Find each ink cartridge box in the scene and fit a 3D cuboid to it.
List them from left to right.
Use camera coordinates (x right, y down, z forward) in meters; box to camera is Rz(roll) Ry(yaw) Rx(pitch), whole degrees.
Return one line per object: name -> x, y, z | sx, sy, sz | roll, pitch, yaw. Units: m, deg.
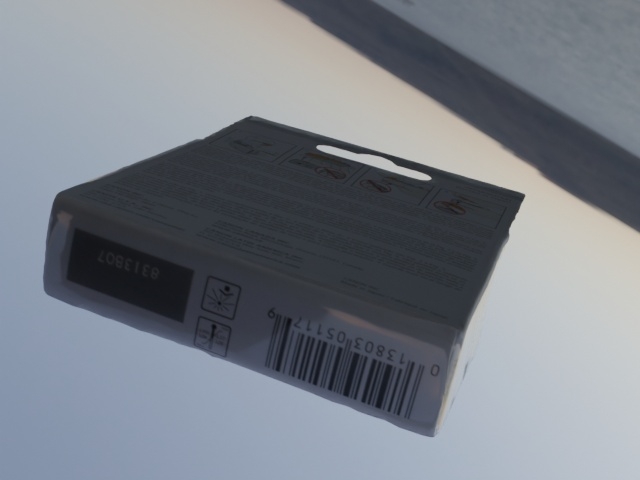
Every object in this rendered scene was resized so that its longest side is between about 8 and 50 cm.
ink cartridge box -> 0.000, 0.000, 0.514 | 0.189, 0.066, 0.232 | 18, -164, 13
